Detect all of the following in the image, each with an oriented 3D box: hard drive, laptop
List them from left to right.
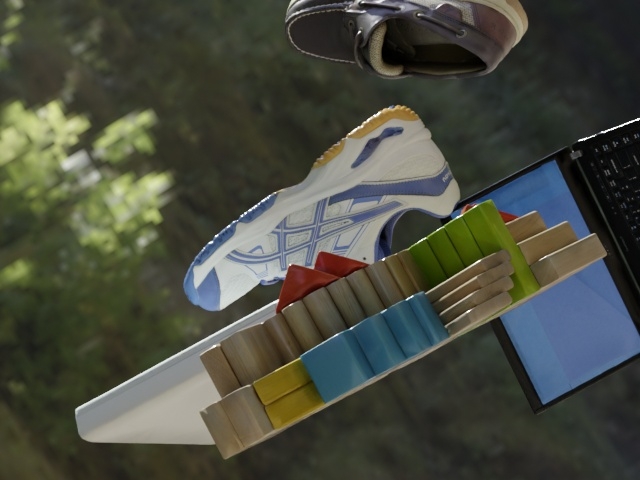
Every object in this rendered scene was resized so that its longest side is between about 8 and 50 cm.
[{"bbox_3d":[-0.062,0.127,1.937,0.307,0.040,0.203,-29,-23,35],"label":"hard drive"},{"bbox_3d":[0.295,0.018,1.979,0.264,0.234,0.136,-20,10,44],"label":"laptop"}]

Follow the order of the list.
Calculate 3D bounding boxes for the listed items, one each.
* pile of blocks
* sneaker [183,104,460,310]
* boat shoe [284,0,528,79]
[{"bbox_3d":[0.054,0.040,1.566,0.362,0.112,0.149,-26,-7,-27],"label":"pile of blocks"},{"bbox_3d":[0.000,0.000,1.941,0.296,0.131,0.112,-37,-1,20],"label":"sneaker"},{"bbox_3d":[0.075,-0.216,2.092,0.285,0.103,0.092,6,46,31],"label":"boat shoe"}]
